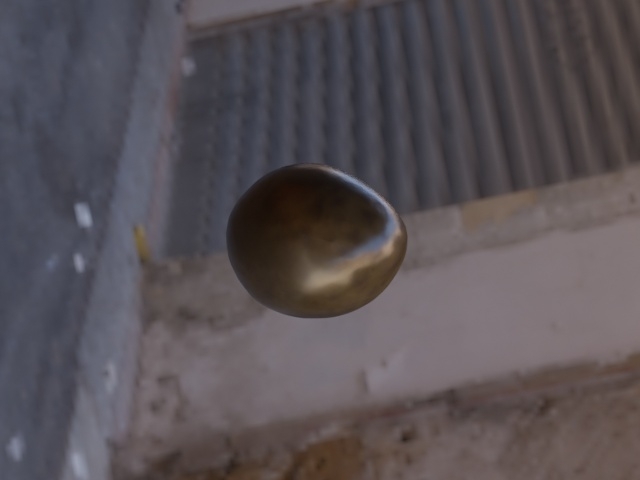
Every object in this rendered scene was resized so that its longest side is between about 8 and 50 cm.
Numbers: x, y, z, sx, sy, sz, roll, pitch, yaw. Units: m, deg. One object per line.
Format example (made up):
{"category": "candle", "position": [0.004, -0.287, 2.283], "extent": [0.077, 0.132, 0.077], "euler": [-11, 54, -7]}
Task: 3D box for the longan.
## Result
{"category": "longan", "position": [0.000, 0.000, 1.077], "extent": [0.113, 0.113, 0.092], "euler": [-23, 114, -82]}
